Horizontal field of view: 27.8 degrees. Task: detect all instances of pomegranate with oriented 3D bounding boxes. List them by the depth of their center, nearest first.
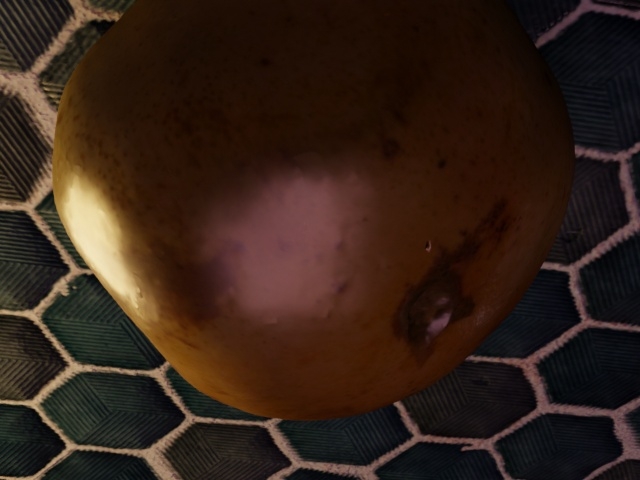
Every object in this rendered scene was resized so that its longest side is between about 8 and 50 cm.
[{"bbox_3d":[-0.010,-0.068,1.035,0.416,0.417,0.417,-2,138,-2],"label":"pomegranate"}]
